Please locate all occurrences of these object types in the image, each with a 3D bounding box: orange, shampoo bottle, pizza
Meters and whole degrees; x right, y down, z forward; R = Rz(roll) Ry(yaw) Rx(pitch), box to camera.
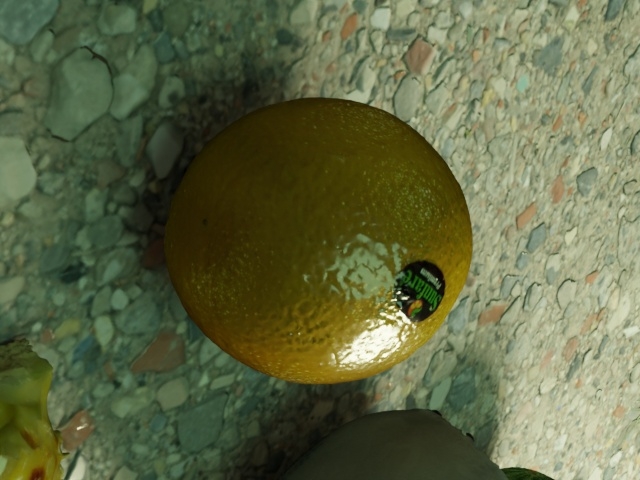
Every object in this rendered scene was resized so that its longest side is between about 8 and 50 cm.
[{"bbox_3d":[0.000,0.000,0.928,0.236,0.236,0.236,-24,127,-36],"label":"orange"},{"bbox_3d":[0.056,0.311,1.113,0.266,0.273,0.273,-36,134,-16],"label":"shampoo bottle"},{"bbox_3d":[-0.261,0.183,0.864,0.204,0.080,0.188,-13,120,-40],"label":"pizza"}]

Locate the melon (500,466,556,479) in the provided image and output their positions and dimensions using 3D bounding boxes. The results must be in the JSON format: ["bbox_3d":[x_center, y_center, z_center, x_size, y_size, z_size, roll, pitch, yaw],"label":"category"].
[{"bbox_3d":[0.192,0.392,1.365,0.182,0.182,0.288,26,90,-49],"label":"melon"}]
